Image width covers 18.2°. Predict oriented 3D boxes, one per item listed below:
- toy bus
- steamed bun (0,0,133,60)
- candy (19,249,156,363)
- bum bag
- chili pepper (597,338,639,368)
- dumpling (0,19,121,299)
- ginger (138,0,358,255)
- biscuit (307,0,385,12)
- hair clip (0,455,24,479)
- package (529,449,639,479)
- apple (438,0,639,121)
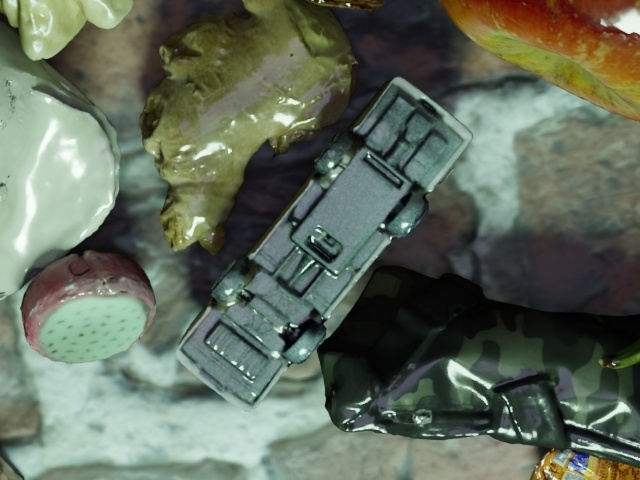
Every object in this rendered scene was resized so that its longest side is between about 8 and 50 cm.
[{"bbox_3d":[0.000,0.000,1.498,0.092,0.106,0.268,38,93,-5],"label":"toy bus"},{"bbox_3d":[-0.144,-0.358,1.399,0.189,0.247,0.428,0,112,12],"label":"steamed bun"},{"bbox_3d":[-0.176,0.051,1.506,0.103,0.103,0.043,-21,54,1],"label":"candy"},{"bbox_3d":[0.164,0.100,1.517,0.340,0.095,0.144,8,55,-5],"label":"bum bag"},{"bbox_3d":[0.322,-0.061,1.507,0.137,0.092,0.368,18,83,-6],"label":"chili pepper"},{"bbox_3d":[-0.340,-0.085,1.444,0.341,0.181,0.260,20,124,-39],"label":"dumpling"},{"bbox_3d":[-0.070,-0.100,1.501,0.137,0.074,0.213,43,100,3],"label":"ginger"},{"bbox_3d":[0.017,-0.296,1.451,0.106,0.070,0.252,11,82,-6],"label":"biscuit"},{"bbox_3d":[-0.303,0.112,1.502,0.173,0.069,0.300,-16,115,33],"label":"hair clip"},{"bbox_3d":[0.221,0.177,1.564,0.110,0.033,0.077,10,88,-8],"label":"package"},{"bbox_3d":[0.212,-0.205,1.400,0.251,0.272,0.206,24,91,-37],"label":"apple"}]
